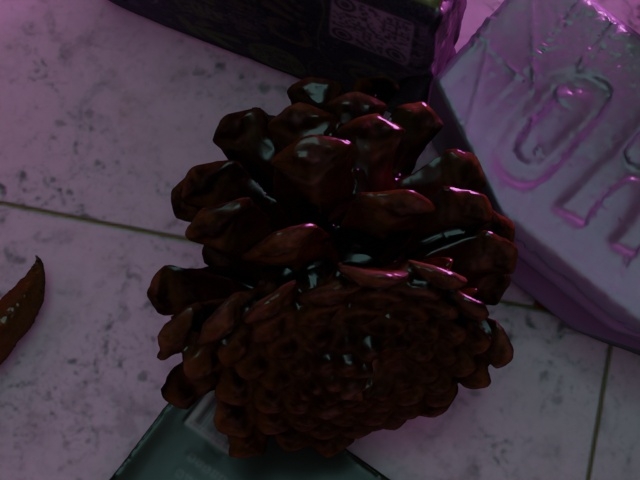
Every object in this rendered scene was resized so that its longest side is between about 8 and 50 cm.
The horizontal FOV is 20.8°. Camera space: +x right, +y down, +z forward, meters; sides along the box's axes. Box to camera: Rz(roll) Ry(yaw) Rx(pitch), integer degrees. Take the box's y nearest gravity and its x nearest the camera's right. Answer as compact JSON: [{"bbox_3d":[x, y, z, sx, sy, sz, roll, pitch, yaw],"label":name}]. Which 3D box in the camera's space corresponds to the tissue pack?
[{"bbox_3d":[-0.050,-0.275,1.765,0.394,0.288,0.124,22,73,8],"label":"tissue pack"}]

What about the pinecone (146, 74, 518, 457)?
[{"bbox_3d":[0.000,0.000,1.665,0.384,0.384,0.384,0,74,2],"label":"pinecone"}]

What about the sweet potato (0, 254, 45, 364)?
[{"bbox_3d":[-0.377,0.143,1.766,0.066,0.072,0.314,31,79,25],"label":"sweet potato"}]

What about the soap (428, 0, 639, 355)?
[{"bbox_3d":[0.313,-0.040,1.755,0.446,0.156,0.261,40,79,11],"label":"soap"}]

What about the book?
[{"bbox_3d":[-0.120,0.328,1.722,0.260,0.043,0.371,35,77,13],"label":"book"}]
